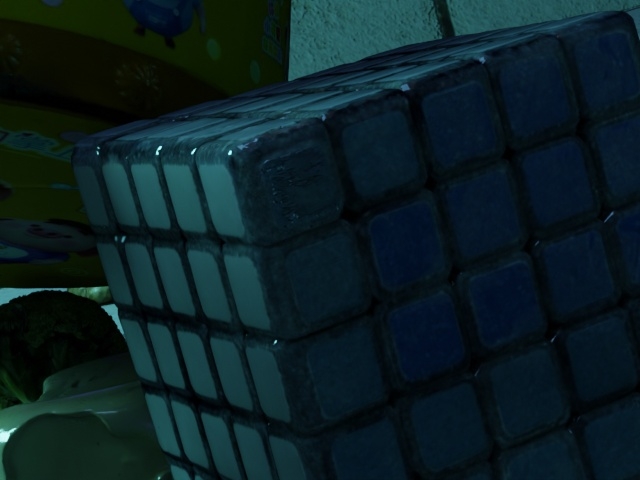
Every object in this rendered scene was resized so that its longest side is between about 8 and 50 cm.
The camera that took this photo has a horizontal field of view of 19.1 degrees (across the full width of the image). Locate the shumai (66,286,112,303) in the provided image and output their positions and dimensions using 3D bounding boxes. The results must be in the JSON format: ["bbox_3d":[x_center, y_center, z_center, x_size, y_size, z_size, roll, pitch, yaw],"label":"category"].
[{"bbox_3d":[-0.204,0.011,1.914,0.123,0.105,0.139,-23,-14,-20],"label":"shumai"}]

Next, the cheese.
[{"bbox_3d":[-0.116,0.111,1.219,0.163,0.082,0.286,-10,7,8],"label":"cheese"}]

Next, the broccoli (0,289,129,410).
[{"bbox_3d":[-0.193,0.093,1.360,0.130,0.131,0.120,-4,47,-7],"label":"broccoli"}]

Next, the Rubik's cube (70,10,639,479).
[{"bbox_3d":[0.036,0.025,0.989,0.237,0.237,0.238,-21,10,-23],"label":"Rubik's cube"}]

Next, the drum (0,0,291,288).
[{"bbox_3d":[-0.223,-0.119,1.226,0.431,0.214,0.431,2,-17,1],"label":"drum"}]
